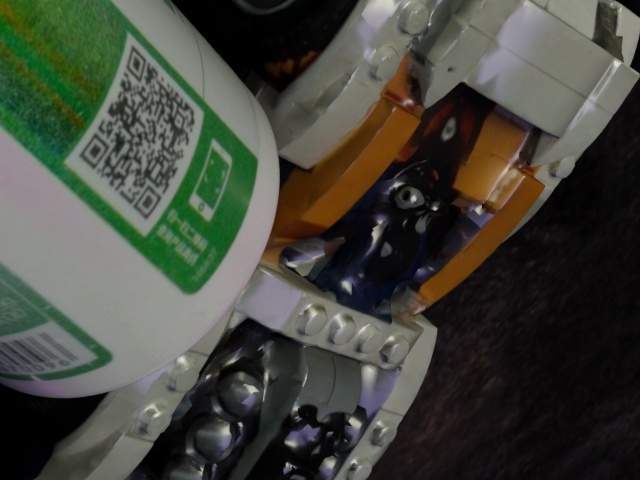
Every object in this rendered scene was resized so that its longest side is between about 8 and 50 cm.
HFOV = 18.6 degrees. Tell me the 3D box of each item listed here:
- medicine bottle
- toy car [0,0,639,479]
[{"bbox_3d":[-0.128,-0.066,0.556,0.133,0.133,0.274,-51,141,-5],"label":"medicine bottle"},{"bbox_3d":[0.001,0.002,0.750,0.193,0.118,0.301,24,99,-53],"label":"toy car"}]
